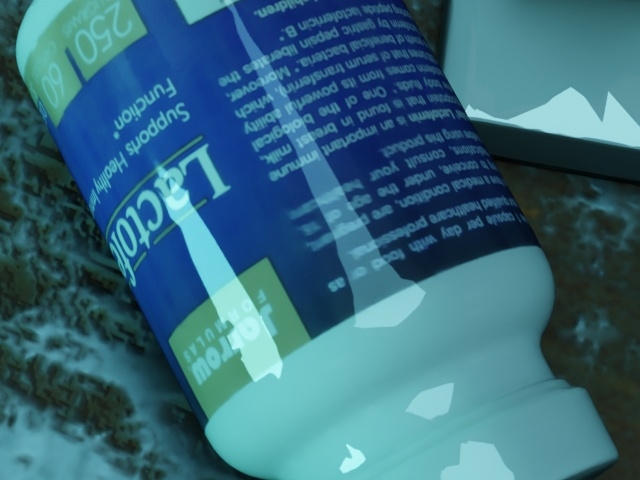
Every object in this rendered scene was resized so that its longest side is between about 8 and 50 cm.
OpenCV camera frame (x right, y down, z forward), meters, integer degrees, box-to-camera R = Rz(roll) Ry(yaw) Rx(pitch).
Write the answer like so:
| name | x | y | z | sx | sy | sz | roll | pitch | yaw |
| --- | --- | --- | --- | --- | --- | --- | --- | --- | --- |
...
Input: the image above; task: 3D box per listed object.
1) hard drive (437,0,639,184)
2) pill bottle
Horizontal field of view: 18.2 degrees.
| name | x | y | z | sx | sy | sz | roll | pitch | yaw |
| --- | --- | --- | --- | --- | --- | --- | --- | --- | --- |
| hard drive | 0.167 | -0.173 | 0.943 | 0.203 | 0.040 | 0.308 | 10 | 69 | -5 |
| pill bottle | 0.000 | 0.000 | 0.792 | 0.153 | 0.153 | 0.265 | -25 | 75 | -17 |
